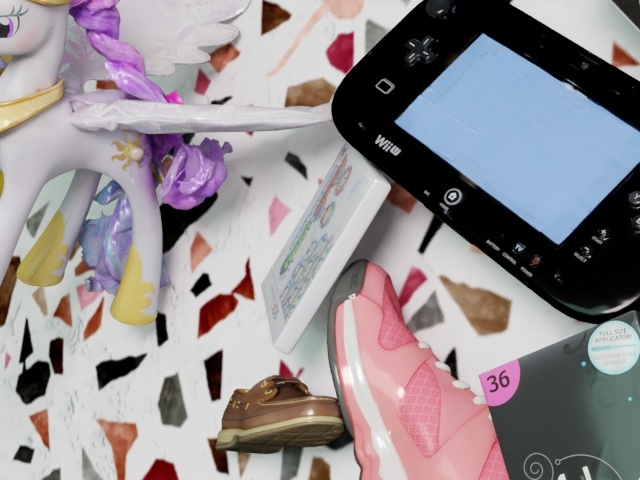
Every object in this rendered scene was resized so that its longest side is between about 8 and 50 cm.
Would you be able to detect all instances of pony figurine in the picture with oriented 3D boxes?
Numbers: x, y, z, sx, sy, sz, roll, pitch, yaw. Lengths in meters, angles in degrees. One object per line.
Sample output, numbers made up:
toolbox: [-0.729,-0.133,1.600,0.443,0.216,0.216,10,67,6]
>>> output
pony figurine: [-0.184,-0.097,0.957,0.303,0.351,0.364,43,126,41]

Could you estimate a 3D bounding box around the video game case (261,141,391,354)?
video game case: [0.000,0.000,0.909,0.157,0.019,0.143,-59,15,12]

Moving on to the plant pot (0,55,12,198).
plant pot: [-0.413,-0.170,1.214,0.212,0.212,0.187,-31,49,29]

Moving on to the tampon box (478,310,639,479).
tampon box: [0.197,0.145,0.722,0.120,0.101,0.161,-29,64,29]

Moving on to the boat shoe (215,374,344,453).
boat shoe: [-0.038,0.138,0.901,0.178,0.064,0.060,-26,57,60]

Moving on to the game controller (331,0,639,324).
game controller: [0.148,-0.072,0.811,0.166,0.067,0.319,-40,53,-11]

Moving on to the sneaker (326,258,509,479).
sneaker: [0.092,0.151,0.821,0.136,0.116,0.314,-15,61,4]

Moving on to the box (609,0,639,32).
box: [0.253,-0.124,0.733,0.036,0.114,0.207,-45,57,21]
